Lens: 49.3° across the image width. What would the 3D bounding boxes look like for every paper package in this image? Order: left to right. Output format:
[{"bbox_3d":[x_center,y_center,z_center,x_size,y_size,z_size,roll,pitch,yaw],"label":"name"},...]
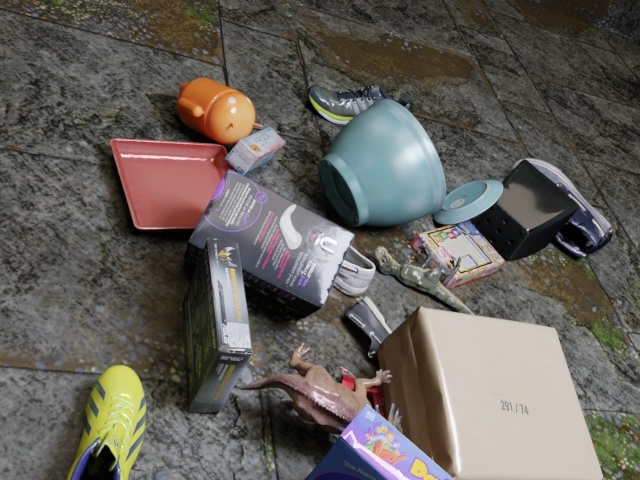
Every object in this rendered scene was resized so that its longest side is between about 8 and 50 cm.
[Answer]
[{"bbox_3d":[0.286,0.297,1.229,0.325,0.168,0.309,11,54,-26],"label":"paper package"}]

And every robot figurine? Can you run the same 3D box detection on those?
[{"bbox_3d":[-0.236,-0.296,1.596,0.219,0.158,0.128,30,73,34],"label":"robot figurine"}]

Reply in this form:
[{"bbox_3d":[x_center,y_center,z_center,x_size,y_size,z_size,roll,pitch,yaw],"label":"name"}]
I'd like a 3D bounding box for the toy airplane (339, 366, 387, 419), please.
[{"bbox_3d":[0.095,0.280,1.289,0.151,0.028,0.151,26,24,-13],"label":"toy airplane"}]

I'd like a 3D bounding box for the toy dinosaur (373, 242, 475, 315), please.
[{"bbox_3d":[0.248,0.074,1.564,0.268,0.064,0.118,30,62,6],"label":"toy dinosaur"}]

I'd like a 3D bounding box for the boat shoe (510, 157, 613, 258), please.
[{"bbox_3d":[0.655,-0.094,1.936,0.340,0.127,0.158,43,34,14],"label":"boat shoe"}]

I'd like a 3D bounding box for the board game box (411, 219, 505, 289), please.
[{"bbox_3d":[0.334,0.030,1.683,0.194,0.045,0.146,-13,56,-39],"label":"board game box"}]

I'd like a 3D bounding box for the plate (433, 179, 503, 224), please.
[{"bbox_3d":[0.365,-0.105,1.748,0.024,0.188,0.188,58,34,-22],"label":"plate"}]

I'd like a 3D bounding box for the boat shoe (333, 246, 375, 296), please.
[{"bbox_3d":[0.000,0.000,1.476,0.277,0.096,0.098,35,40,7],"label":"boat shoe"}]

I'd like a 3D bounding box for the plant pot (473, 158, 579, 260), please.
[{"bbox_3d":[0.504,-0.060,1.784,0.167,0.188,0.187,-32,68,-34],"label":"plant pot"}]

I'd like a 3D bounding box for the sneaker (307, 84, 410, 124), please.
[{"bbox_3d":[0.109,-0.382,1.921,0.300,0.121,0.111,13,42,-19],"label":"sneaker"}]

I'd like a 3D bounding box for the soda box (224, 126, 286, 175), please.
[{"bbox_3d":[-0.146,-0.206,1.595,0.058,0.063,0.183,43,25,1],"label":"soda box"}]

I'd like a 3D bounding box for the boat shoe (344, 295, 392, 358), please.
[{"bbox_3d":[0.118,0.208,1.371,0.065,0.075,0.206,-29,64,-7],"label":"boat shoe"}]

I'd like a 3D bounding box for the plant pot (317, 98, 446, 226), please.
[{"bbox_3d":[0.118,-0.149,1.593,0.196,0.293,0.293,-29,63,-17],"label":"plant pot"}]

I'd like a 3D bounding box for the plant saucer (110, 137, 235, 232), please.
[{"bbox_3d":[-0.290,-0.106,1.455,0.259,0.047,0.258,-2,49,-31],"label":"plant saucer"}]

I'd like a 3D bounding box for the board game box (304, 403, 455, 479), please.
[{"bbox_3d":[0.133,0.430,1.000,0.347,0.233,0.078,40,41,11],"label":"board game box"}]

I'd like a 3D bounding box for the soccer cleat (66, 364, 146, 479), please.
[{"bbox_3d":[-0.296,0.287,0.981,0.094,0.121,0.289,17,41,-14],"label":"soccer cleat"}]

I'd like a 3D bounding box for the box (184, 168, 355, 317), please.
[{"bbox_3d":[-0.099,0.011,1.321,0.270,0.143,0.165,27,71,-6],"label":"box"}]

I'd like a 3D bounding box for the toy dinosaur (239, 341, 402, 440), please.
[{"bbox_3d":[0.020,0.267,1.116,0.296,0.127,0.200,23,8,-5],"label":"toy dinosaur"}]

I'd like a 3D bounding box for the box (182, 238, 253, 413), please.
[{"bbox_3d":[-0.177,0.141,1.158,0.056,0.183,0.231,8,44,-22],"label":"box"}]
